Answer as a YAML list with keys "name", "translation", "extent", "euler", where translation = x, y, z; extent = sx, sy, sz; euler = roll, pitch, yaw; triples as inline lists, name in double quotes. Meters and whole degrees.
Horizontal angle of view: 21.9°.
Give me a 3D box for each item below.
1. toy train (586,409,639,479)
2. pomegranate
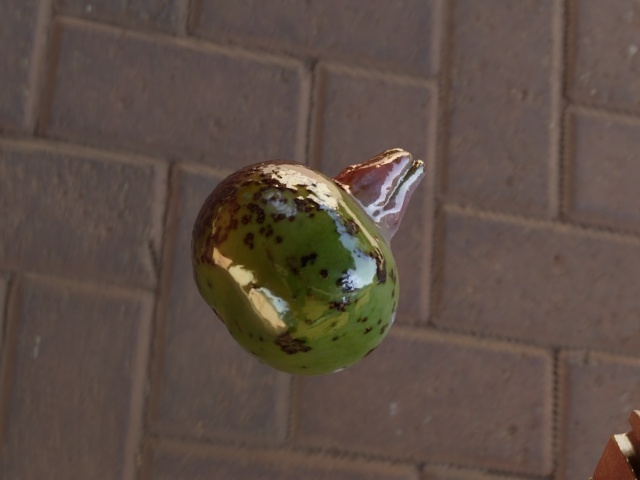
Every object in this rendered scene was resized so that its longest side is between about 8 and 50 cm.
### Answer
- name: "toy train"
  translation: [0.413, 0.291, 1.711]
  extent: [0.304, 0.221, 0.150]
  euler: [6, 34, -19]
- name: "pomegranate"
  translation: [0.000, 0.000, 1.561]
  extent: [0.248, 0.214, 0.214]
  euler: [-44, 83, -6]
